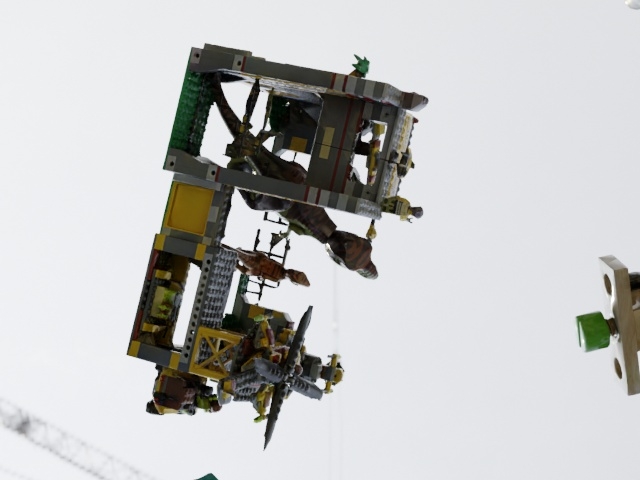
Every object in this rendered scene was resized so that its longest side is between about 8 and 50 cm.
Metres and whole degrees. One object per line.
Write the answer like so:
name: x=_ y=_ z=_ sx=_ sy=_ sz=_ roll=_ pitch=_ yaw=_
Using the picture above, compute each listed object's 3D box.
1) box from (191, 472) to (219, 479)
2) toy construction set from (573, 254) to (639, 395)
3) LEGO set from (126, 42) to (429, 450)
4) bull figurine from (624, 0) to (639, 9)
box: x=-0.113 y=0.310 z=1.182 sx=0.100 sy=0.244 sz=0.060 roll=-22 pitch=-138 yaw=-33
toy construction set: x=0.344 y=0.051 z=1.239 sx=0.237 sy=0.309 sz=0.257 roll=-6 pitch=-134 yaw=-1
LEGO set: x=0.000 y=0.000 z=1.141 sx=0.192 sy=0.255 sz=0.331 roll=14 pitch=-98 yaw=23
bull figurine: x=0.268 y=-0.214 z=1.036 sx=0.310 sy=0.188 sz=0.101 roll=37 pitch=-87 yaw=33
